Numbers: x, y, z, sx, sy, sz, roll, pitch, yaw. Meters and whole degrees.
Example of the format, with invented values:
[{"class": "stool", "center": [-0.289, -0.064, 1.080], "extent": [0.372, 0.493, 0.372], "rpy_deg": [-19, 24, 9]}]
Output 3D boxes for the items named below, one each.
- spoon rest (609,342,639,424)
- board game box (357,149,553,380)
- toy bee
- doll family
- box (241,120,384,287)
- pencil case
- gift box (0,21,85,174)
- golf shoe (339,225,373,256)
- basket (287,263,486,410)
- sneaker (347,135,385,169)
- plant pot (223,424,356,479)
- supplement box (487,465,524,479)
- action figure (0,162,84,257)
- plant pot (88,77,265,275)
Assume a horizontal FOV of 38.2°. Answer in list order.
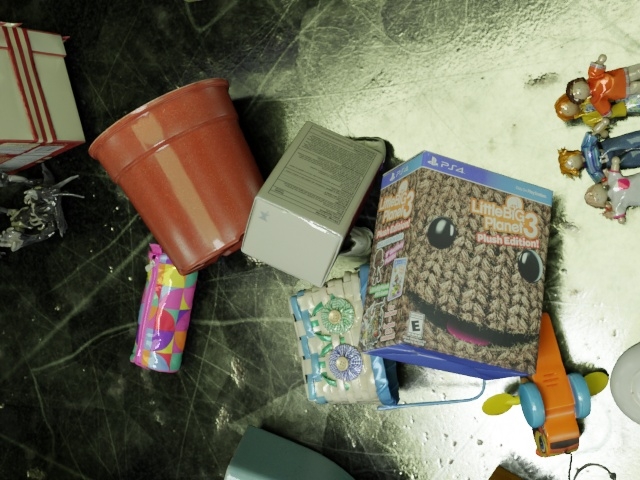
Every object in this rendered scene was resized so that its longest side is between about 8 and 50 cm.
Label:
[{"class": "spoon rest", "center": [0.563, 0.179, 1.411], "extent": [0.137, 0.084, 0.276], "rpy_deg": [47, 118, 15]}, {"class": "board game box", "center": [0.206, 0.045, 1.397], "extent": [0.232, 0.141, 0.290], "rpy_deg": [14, 73, -19]}, {"class": "toy bee", "center": [0.350, 0.275, 1.451], "extent": [0.195, 0.162, 0.298], "rpy_deg": [8, 62, 5]}, {"class": "doll family", "center": [0.449, -0.163, 1.438], "extent": [0.163, 0.118, 0.262], "rpy_deg": [-10, 105, 14]}, {"class": "box", "center": [-0.010, -0.063, 1.498], "extent": [0.149, 0.232, 0.126], "rpy_deg": [25, 134, 4]}, {"class": "pencil case", "center": [-0.290, 0.123, 1.703], "extent": [0.104, 0.104, 0.236], "rpy_deg": [9, 94, 20]}, {"class": "gift box", "center": [-0.602, -0.280, 1.740], "extent": [0.276, 0.255, 0.258], "rpy_deg": [-18, 86, 25]}, {"class": "golf shoe", "center": [0.000, 0.000, 1.603], "extent": [0.176, 0.086, 0.069], "rpy_deg": [-4, 91, 22]}, {"class": "basket", "center": [0.107, 0.158, 1.502], "extent": [0.289, 0.201, 0.254], "rpy_deg": [-13, 80, 3]}, {"class": "sneaker", "center": [0.029, -0.144, 1.605], "extent": [0.170, 0.068, 0.071], "rpy_deg": [4, 104, 23]}, {"class": "plant pot", "center": [-0.047, 0.487, 1.546], "extent": [0.252, 0.247, 0.247], "rpy_deg": [15, 96, 3]}, {"class": "supplement box", "center": [0.314, 0.502, 1.465], "extent": [0.191, 0.129, 0.194], "rpy_deg": [28, 99, 18]}, {"class": "action figure", "center": [-0.597, -0.050, 1.795], "extent": [0.276, 0.141, 0.164], "rpy_deg": [-28, 76, 21]}, {"class": "plant pot", "center": [-0.215, -0.099, 1.602], "extent": [0.272, 0.272, 0.265], "rpy_deg": [-30, 88, 18]}]
